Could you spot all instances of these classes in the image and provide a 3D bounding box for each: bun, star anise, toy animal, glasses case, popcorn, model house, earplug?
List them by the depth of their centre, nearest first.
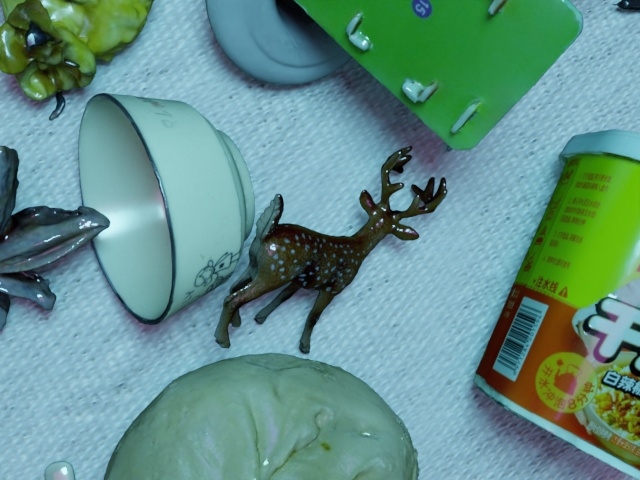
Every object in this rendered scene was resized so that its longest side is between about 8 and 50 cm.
[{"bbox_3d":[-0.062,0.279,0.895,0.362,0.234,0.326,-34,87,-16],"label":"bun"},{"bbox_3d":[-0.352,-0.005,0.913,0.257,0.111,0.198,-25,118,16],"label":"star anise"},{"bbox_3d":[0.134,-0.281,0.927,0.300,0.340,0.323,44,54,4],"label":"model house"},{"bbox_3d":[-0.264,-0.249,0.942,0.168,0.173,0.195,4,76,-30],"label":"popcorn"},{"bbox_3d":[0.014,0.013,0.951,0.087,0.243,0.260,43,110,22],"label":"toy animal"},{"bbox_3d":[-0.281,0.284,0.961,0.032,0.021,0.083,-9,88,-8],"label":"glasses case"},{"bbox_3d":[-0.060,-0.332,0.970,0.214,0.175,0.326,-31,101,-12],"label":"earplug"}]

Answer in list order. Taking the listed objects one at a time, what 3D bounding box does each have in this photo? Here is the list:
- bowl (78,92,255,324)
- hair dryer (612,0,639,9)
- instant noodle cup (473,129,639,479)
[{"bbox_3d":[-0.152,-0.043,0.910,0.126,0.237,0.238,-16,89,-30],"label":"bowl"},{"bbox_3d":[0.493,-0.255,1.092,0.271,0.091,0.236,9,79,5],"label":"hair dryer"},{"bbox_3d":[0.330,0.075,0.960,0.294,0.294,0.308,29,90,-6],"label":"instant noodle cup"}]
